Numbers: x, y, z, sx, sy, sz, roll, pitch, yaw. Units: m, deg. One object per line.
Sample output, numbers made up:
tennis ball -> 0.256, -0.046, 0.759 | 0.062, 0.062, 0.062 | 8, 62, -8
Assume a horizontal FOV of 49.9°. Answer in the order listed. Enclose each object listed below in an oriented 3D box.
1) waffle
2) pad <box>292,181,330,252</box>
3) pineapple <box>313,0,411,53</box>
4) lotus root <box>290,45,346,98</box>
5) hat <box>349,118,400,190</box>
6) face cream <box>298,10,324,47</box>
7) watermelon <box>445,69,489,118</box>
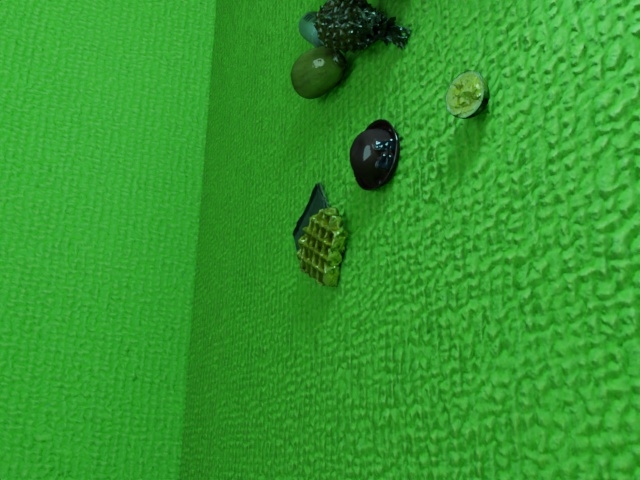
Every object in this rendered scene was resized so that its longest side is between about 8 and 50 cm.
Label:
waffle -> 0.001, 0.000, 2.025 | 0.229, 0.057, 0.219 | 32, 112, 59
pad -> -0.032, -0.052, 2.183 | 0.233, 0.022, 0.174 | -61, 31, 35
pineapple -> 0.122, -0.608, 1.952 | 0.361, 0.175, 0.175 | 29, 107, 50
lotus root -> -0.017, -0.538, 2.212 | 0.303, 0.130, 0.146 | -8, 72, 64
hat -> 0.131, -0.231, 1.834 | 0.205, 0.089, 0.206 | -34, 51, 55
face cream -> 0.009, -0.676, 2.250 | 0.101, 0.101, 0.252 | -68, 28, 22
watermelon -> 0.326, -0.312, 1.490 | 0.105, 0.062, 0.106 | -14, 72, 50
